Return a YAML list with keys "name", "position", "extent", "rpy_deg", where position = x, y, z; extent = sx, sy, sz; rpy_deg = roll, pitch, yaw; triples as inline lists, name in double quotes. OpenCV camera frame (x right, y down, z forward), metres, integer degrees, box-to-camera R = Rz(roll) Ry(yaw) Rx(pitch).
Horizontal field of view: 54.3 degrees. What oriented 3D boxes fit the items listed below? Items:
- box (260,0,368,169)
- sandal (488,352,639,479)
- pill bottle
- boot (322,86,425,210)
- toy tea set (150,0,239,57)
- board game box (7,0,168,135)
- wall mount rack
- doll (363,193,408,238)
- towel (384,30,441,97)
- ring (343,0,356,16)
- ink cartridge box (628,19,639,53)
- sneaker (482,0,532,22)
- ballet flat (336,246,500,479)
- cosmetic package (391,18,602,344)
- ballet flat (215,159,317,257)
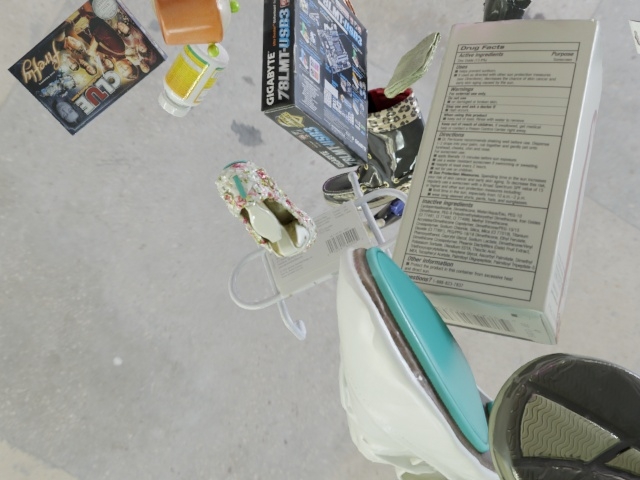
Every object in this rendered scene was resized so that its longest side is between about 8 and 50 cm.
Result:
- name: "box"
  position: [0.000, -0.313, 1.122]
  extent: [0.073, 0.295, 0.294]
  rpy_deg: [-8, 75, 26]
- name: "sandal"
  position: [0.210, 0.178, 0.345]
  extent: [0.120, 0.086, 0.303]
  rpy_deg: [-43, 88, -19]
- name: "pill bottle"
  position: [-0.343, -0.433, 1.656]
  extent: [0.117, 0.118, 0.208]
  rpy_deg: [40, 120, -5]
- name: "boot"
  position: [0.128, -0.222, 1.562]
  extent: [0.284, 0.377, 0.138]
  rpy_deg: [58, 44, -35]
- name: "toy tea set"
  position: [-0.201, -0.442, 0.907]
  extent: [0.124, 0.336, 0.200]
  rpy_deg: [-15, 53, -12]
- name: "board game box"
  position: [-0.439, -0.338, 1.187]
  extent: [0.243, 0.042, 0.165]
  rpy_deg: [-36, 116, 9]
- name: "wall mount rack"
  position: [0.000, 0.000, 1.128]
  extent: [0.349, 0.130, 0.304]
  rpy_deg: [-26, 56, 6]
- name: "doll"
  position: [0.149, -0.062, 1.250]
  extent: [0.046, 0.129, 0.189]
  rpy_deg: [51, 124, 5]
- name: "towel"
  position: [0.187, -0.358, 1.273]
  extent: [0.027, 0.148, 0.110]
  rpy_deg: [30, 70, -16]
- name: "ring"
  position: [0.005, -0.548, 1.685]
  extent: [0.336, 0.032, 0.337]
  rpy_deg: [-7, 100, -46]
- name: "ink cartridge box"
  position: [0.487, -0.281, 0.859]
  extent: [0.029, 0.115, 0.063]
  rpy_deg: [-41, 125, -4]
- name: "sneaker"
  position: [0.459, -0.560, 1.578]
  extent: [0.108, 0.130, 0.287]
  rpy_deg: [8, 114, -18]
- name: "ballet flat"
  position: [0.104, 0.170, 0.558]
  extent: [0.139, 0.139, 0.400]
  rpy_deg: [-45, 121, -2]
- name: "cosmetic package"
  position: [0.185, -0.062, 0.633]
  extent: [0.153, 0.129, 0.296]
  rpy_deg: [9, 73, 29]
- name: "ballet flat"
  position: [-0.066, -0.021, 0.860]
  extent: [0.091, 0.241, 0.077]
  rpy_deg: [-31, 56, 11]
